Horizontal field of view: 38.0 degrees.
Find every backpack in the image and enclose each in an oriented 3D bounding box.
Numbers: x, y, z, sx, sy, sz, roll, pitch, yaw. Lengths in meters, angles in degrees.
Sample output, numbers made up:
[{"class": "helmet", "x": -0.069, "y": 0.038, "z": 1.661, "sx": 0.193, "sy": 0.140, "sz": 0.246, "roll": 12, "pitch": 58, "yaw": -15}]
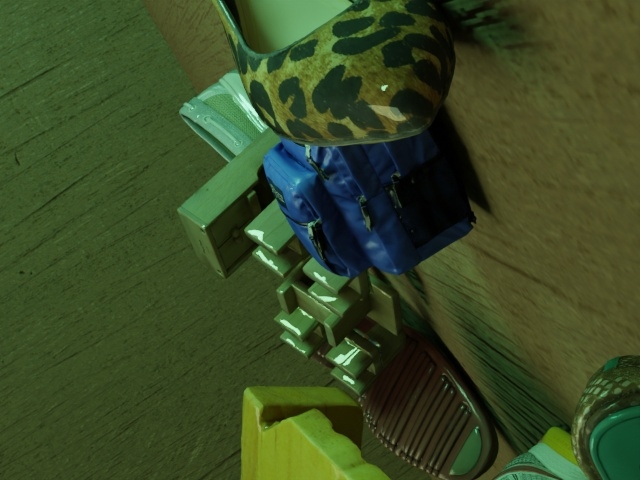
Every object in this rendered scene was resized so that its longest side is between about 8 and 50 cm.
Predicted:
[{"class": "backpack", "x": 0.020, "y": -0.047, "z": 0.527, "sx": 0.098, "sy": 0.101, "sz": 0.120, "roll": 38, "pitch": 157, "yaw": 57}]

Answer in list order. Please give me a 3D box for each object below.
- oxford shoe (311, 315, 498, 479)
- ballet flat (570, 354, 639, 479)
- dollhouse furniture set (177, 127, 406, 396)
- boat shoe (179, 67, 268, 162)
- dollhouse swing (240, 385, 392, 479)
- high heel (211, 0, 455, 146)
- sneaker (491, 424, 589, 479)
[{"class": "oxford shoe", "x": 0.106, "y": 0.153, "z": 1.074, "sx": 0.130, "sy": 0.123, "sz": 0.348, "roll": 20, "pitch": -164, "yaw": -39}, {"class": "ballet flat", "x": 0.174, "y": 0.134, "z": 0.404, "sx": 0.206, "sy": 0.073, "sz": 0.067, "roll": 62, "pitch": -158, "yaw": -13}, {"class": "dollhouse furniture set", "x": 0.000, "y": 0.000, "z": 0.967, "sx": 0.242, "sy": 0.161, "sz": 0.212, "roll": 33, "pitch": 156, "yaw": 28}, {"class": "boat shoe", "x": -0.061, "y": -0.072, "z": 1.162, "sx": 0.320, "sy": 0.103, "sz": 0.118, "roll": 57, "pitch": 175, "yaw": 17}, {"class": "dollhouse swing", "x": 0.150, "y": 0.278, "z": 0.777, "sx": 0.347, "sy": 0.305, "sz": 0.315, "roll": 37, "pitch": 133, "yaw": 45}, {"class": "high heel", "x": -0.029, "y": -0.148, "z": 0.412, "sx": 0.186, "sy": 0.093, "sz": 0.261, "roll": 59, "pitch": -179, "yaw": -30}, {"class": "sneaker", "x": 0.166, "y": 0.192, "z": 0.588, "sx": 0.088, "sy": 0.093, "sz": 0.225, "roll": 58, "pitch": 175, "yaw": -3}]
